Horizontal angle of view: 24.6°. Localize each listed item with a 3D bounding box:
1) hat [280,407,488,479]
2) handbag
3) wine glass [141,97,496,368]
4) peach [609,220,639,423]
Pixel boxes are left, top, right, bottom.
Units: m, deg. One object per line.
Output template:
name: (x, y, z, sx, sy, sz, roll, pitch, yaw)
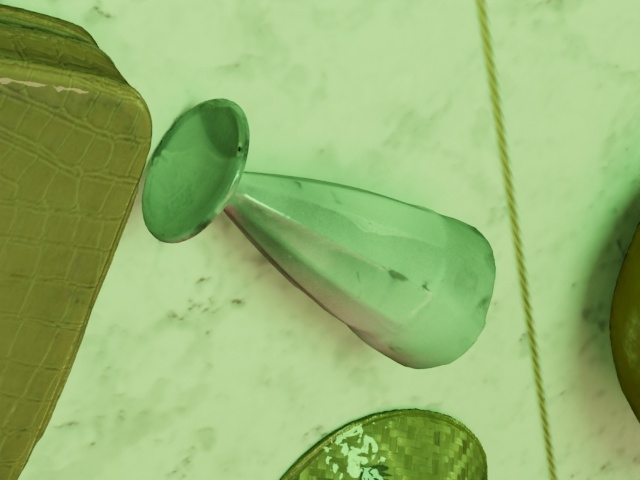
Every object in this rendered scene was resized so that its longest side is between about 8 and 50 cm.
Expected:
hat: (0.041, 0.165, 0.761, 0.146, 0.067, 0.146, -15, 125, -23)
handbag: (-0.159, 0.006, 0.545, 0.151, 0.072, 0.193, 9, 115, -34)
wine glass: (0.000, 0.000, 0.636, 0.155, 0.073, 0.073, 25, 103, -36)
peach: (0.267, 0.026, 0.764, 0.251, 0.153, 0.251, -24, 144, -19)
